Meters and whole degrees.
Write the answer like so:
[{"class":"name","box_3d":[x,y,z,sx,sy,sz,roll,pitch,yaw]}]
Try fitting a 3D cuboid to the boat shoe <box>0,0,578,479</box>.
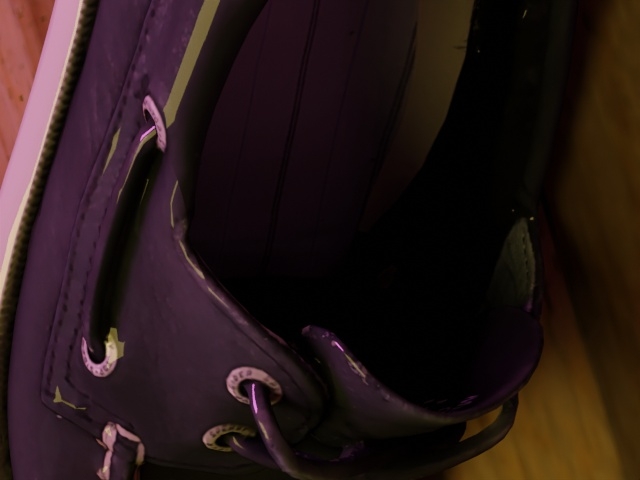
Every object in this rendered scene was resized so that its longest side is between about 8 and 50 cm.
[{"class":"boat shoe","box_3d":[0.003,-0.001,0.406,0.113,0.127,0.340,32,116,46]}]
